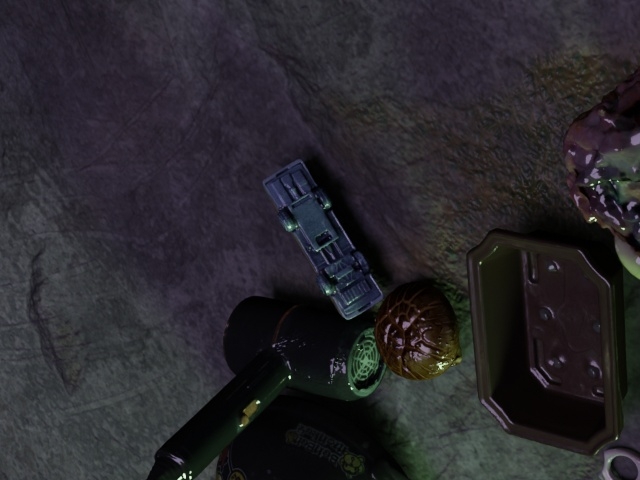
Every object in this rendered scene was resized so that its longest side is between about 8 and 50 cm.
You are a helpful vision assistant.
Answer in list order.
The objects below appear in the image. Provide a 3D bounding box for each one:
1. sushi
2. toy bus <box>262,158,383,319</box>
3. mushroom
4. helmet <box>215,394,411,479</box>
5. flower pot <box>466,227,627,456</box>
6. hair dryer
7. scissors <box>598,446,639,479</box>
[{"bbox_3d":[0.365,-0.048,1.733,0.270,0.171,0.236,45,134,7],"label":"sushi"},{"bbox_3d":[0.000,0.000,2.140,0.190,0.064,0.075,59,173,-2],"label":"toy bus"},{"bbox_3d":[0.110,0.107,2.098,0.126,0.085,0.109,-9,109,55],"label":"mushroom"},{"bbox_3d":[-0.016,0.326,2.245,0.279,0.160,0.230,33,143,12],"label":"helmet"},{"bbox_3d":[0.257,0.095,1.966,0.179,0.084,0.250,12,121,36],"label":"flower pot"},{"bbox_3d":[-0.083,0.199,2.128,0.189,0.352,0.107,9,129,36],"label":"hair dryer"},{"bbox_3d":[0.386,0.253,1.991,0.189,0.015,0.100,-27,95,44],"label":"scissors"}]
